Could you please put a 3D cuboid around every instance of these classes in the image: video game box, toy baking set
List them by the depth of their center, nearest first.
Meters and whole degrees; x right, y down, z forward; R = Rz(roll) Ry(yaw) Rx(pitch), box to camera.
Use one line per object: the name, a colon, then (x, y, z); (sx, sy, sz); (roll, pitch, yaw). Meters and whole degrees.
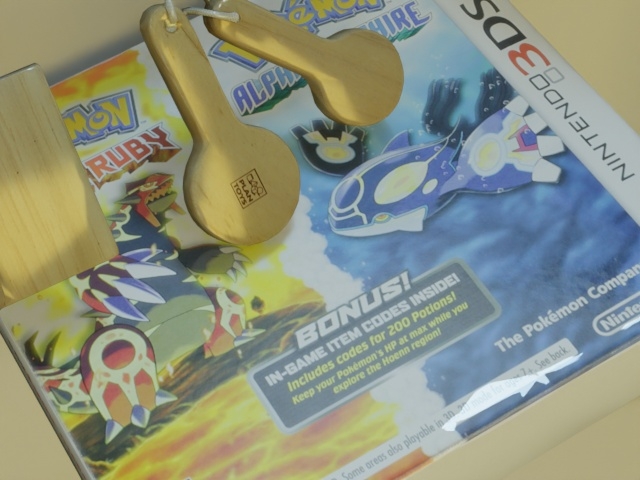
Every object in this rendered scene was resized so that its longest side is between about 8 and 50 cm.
toy baking set: (-0.064, -0.106, 0.401); (0.197, 0.030, 0.256); (-2, 99, -28)
video game box: (0.000, 0.000, 0.463); (0.205, 0.187, 0.048); (-28, 146, -15)
